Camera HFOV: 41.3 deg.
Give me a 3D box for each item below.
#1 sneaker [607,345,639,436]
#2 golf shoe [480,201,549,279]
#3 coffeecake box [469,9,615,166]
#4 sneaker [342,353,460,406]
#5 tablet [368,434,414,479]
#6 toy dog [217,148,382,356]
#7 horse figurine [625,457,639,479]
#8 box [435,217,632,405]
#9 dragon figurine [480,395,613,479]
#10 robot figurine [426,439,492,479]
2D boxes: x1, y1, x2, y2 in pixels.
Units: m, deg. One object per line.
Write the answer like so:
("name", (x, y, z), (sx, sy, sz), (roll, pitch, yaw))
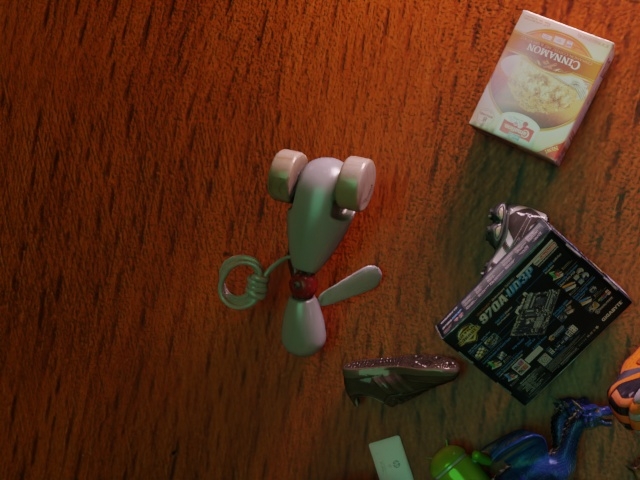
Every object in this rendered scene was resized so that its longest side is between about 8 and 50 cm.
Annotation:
("sneaker", (0.526, 0.159, 1.111), (0.321, 0.180, 0.124), (-16, 96, 1))
("golf shoe", (0.287, 0.044, 1.253), (0.094, 0.077, 0.198), (7, 90, 21))
("coffeecake box", (0.328, -0.224, 1.261), (0.142, 0.068, 0.185), (27, 96, 20))
("sneaker", (0.128, 0.220, 1.318), (0.188, 0.066, 0.071), (-5, 101, 26))
("tablet", (0.112, 0.353, 1.335), (0.054, 0.006, 0.083), (-21, 79, 18))
("toy dog", (0.000, 0.000, 1.352), (0.220, 0.161, 0.333), (34, 113, 17))
("horse figurine", (0.567, 0.345, 1.130), (0.174, 0.066, 0.263), (-46, 70, 6))
("box", (0.302, 0.105, 1.209), (0.175, 0.051, 0.220), (38, 103, -16))
("dragon figurine", (0.282, 0.317, 1.201), (0.289, 0.085, 0.144), (-19, 86, -3))
("robot figurine", (0.210, 0.355, 1.264), (0.101, 0.067, 0.115), (-47, 72, 16))
